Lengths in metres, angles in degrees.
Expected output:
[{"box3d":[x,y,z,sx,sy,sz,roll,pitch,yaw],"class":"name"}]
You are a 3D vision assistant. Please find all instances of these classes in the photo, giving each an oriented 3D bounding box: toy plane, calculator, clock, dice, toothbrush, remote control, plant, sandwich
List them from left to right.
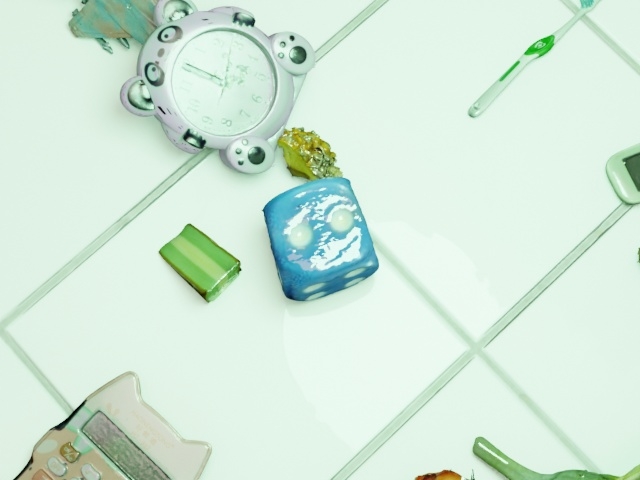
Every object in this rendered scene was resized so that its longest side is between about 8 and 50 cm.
[{"box3d":[-0.320,0.358,1.453,0.220,0.048,0.330,42,82,8],"class":"calculator"},{"box3d":[-0.265,-0.345,1.589,0.326,0.104,0.223,41,119,-7],"class":"toy plane"},{"box3d":[-0.180,0.024,1.516,0.116,0.074,0.074,43,79,9],"class":"sandwich"},{"box3d":[-0.153,-0.235,1.530,0.247,0.090,0.228,23,89,-17],"class":"clock"},{"box3d":[0.000,0.000,1.486,0.146,0.146,0.143,-17,75,-4],"class":"dice"},{"box3d":[0.340,-0.296,1.620,0.030,0.030,0.304,44,82,10],"class":"toothbrush"},{"box3d":[0.350,0.396,1.394,0.297,0.305,0.261,-6,99,39],"class":"plant"},{"box3d":[0.581,-0.142,1.575,0.309,0.038,0.090,-21,77,-5],"class":"remote control"}]

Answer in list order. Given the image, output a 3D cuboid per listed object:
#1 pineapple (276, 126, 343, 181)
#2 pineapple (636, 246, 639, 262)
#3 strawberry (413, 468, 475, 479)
[{"box3d":[-0.010,-0.112,1.527,0.114,0.114,0.077,44,107,37],"class":"pineapple"},{"box3d":[0.530,0.067,1.509,0.074,0.074,0.159,-27,81,-6],"class":"pineapple"},{"box3d":[0.113,0.466,1.377,0.253,0.150,0.280,-9,74,-21],"class":"strawberry"}]
